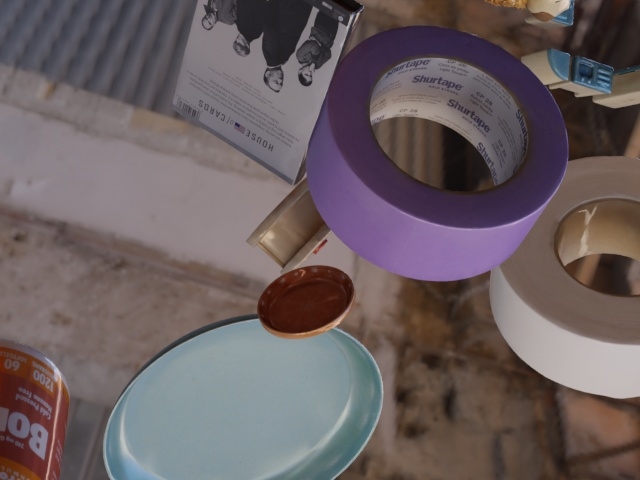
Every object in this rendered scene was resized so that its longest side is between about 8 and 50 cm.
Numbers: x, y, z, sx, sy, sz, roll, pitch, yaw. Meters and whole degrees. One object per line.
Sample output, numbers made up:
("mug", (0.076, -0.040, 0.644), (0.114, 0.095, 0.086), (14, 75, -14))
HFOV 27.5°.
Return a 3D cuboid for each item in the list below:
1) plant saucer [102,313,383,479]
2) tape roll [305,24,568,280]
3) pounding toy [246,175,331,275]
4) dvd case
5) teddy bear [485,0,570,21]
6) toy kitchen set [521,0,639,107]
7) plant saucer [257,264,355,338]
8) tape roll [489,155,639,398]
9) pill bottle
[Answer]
("plant saucer", (-0.086, 0.194, 1.454), (0.043, 0.317, 0.317), (-117, -141, -48))
("tape roll", (0.088, -0.068, 1.008), (0.080, 0.189, 0.189), (114, -9, -56))
("pounding toy", (0.000, 0.000, 1.819), (0.154, 0.155, 0.269), (-47, 179, -11))
("dvd case", (-0.064, -0.196, 1.417), (0.029, 0.179, 0.238), (-42, 160, -45))
("teddy bear", (0.307, -0.324, 1.318), (0.338, 0.113, 0.245), (-33, -156, 2))
("toy kitchen set", (0.424, -0.309, 1.987), (0.122, 0.207, 0.166), (-6, -104, 55))
("plant saucer", (-0.011, 0.053, 1.087), (0.083, 0.083, 0.013), (-80, 158, -49))
("tape roll", (0.334, 0.035, 1.487), (0.100, 0.286, 0.286), (86, 12, -49))
("pill bottle", (-0.256, 0.186, 0.971), (0.216, 0.121, 0.121), (-94, -160, -48))
